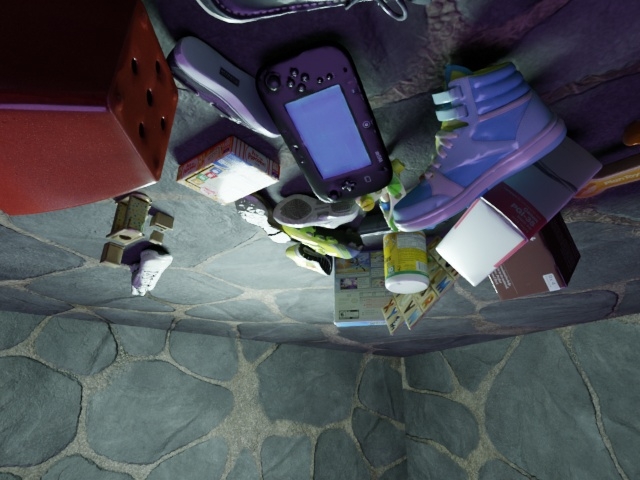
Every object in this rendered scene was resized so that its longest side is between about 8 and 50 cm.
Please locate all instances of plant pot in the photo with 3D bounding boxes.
[{"bbox_3d":[-0.349,-0.202,0.585,0.235,0.268,0.267,3,156,1],"label":"plant pot"}]

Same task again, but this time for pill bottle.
[{"bbox_3d":[0.233,0.031,1.170,0.117,0.209,0.118,1,155,1],"label":"pill bottle"}]

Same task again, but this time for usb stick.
[{"bbox_3d":[0.215,-0.055,1.105,0.277,0.077,0.045,-10,123,45],"label":"usb stick"}]

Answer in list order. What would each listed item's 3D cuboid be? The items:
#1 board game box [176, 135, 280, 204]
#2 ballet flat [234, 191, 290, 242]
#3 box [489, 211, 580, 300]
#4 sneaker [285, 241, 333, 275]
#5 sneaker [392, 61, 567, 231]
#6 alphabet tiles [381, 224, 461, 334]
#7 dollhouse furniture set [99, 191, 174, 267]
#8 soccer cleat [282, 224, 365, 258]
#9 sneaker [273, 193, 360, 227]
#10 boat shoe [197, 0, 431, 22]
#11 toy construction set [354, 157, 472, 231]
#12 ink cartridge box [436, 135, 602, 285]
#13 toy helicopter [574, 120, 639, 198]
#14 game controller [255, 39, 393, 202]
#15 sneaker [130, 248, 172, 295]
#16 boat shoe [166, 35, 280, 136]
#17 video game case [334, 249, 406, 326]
[{"bbox_3d":[-0.212,-0.153,0.976,0.193,0.045,0.146,-17,151,35],"label":"board game box"},{"bbox_3d":[-0.152,-0.071,1.161,0.084,0.058,0.250,-13,148,22],"label":"ballet flat"},{"bbox_3d":[0.545,0.029,1.110,0.167,0.169,0.203,-24,-177,45],"label":"box"},{"bbox_3d":[-0.035,0.060,1.426,0.094,0.082,0.208,-8,149,37],"label":"sneaker"},{"bbox_3d":[0.219,-0.170,0.729,0.319,0.127,0.208,-36,104,18],"label":"sneaker"},{"bbox_3d":[0.297,0.106,1.200,0.011,0.285,0.343,37,102,-9],"label":"alphabet tiles"},{"bbox_3d":[-0.471,-0.009,1.141,0.101,0.182,0.161,-17,150,34],"label":"dollhouse furniture set"},{"bbox_3d":[0.001,0.001,1.245,0.289,0.094,0.121,16,139,-35],"label":"soccer cleat"},{"bbox_3d":[-0.007,-0.065,1.121,0.231,0.091,0.115,-2,159,9],"label":"sneaker"},{"bbox_3d":[0.064,-0.333,0.431,0.499,0.156,0.187,-8,157,22],"label":"boat shoe"},{"bbox_3d":[0.238,-0.131,0.911,0.327,0.151,0.215,-17,128,23],"label":"toy construction set"},{"bbox_3d":[0.396,-0.064,0.856,0.283,0.117,0.207,-35,161,-25],"label":"ink cartridge box"},{"bbox_3d":[0.658,-0.161,0.822,0.234,0.140,0.355,24,150,-38],"label":"toy helicopter"},{"bbox_3d":[0.018,-0.195,0.764,0.166,0.067,0.319,-8,139,24],"label":"game controller"},{"bbox_3d":[-0.610,0.116,1.513,0.110,0.119,0.292,18,150,-29],"label":"sneaker"},{"bbox_3d":[-0.161,-0.247,0.729,0.076,0.080,0.228,-12,153,40],"label":"boat shoe"},{"bbox_3d":[0.180,0.155,1.411,0.269,0.245,0.061,-5,157,14],"label":"video game case"}]
